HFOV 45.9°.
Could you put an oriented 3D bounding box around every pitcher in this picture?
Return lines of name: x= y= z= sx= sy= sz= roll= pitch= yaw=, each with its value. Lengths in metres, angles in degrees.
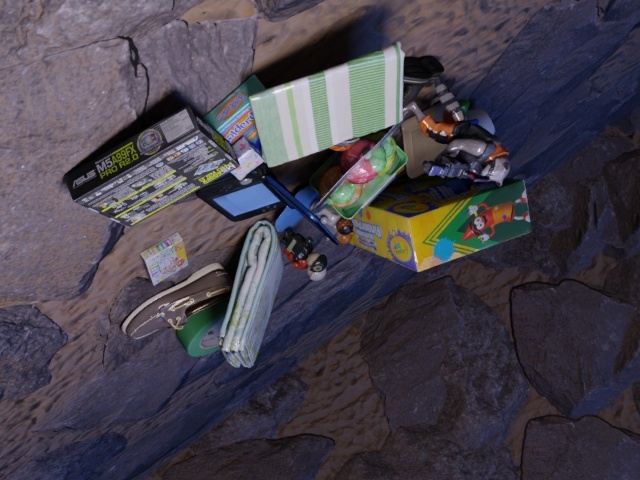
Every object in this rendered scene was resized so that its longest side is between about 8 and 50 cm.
pitcher: x=0.427 y=-0.337 z=2.344 sx=0.207 sy=0.125 sz=0.178 roll=-28 pitch=148 yaw=4

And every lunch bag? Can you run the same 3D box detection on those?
lunch bag: x=-0.162 y=-0.168 z=1.579 sx=0.071 sy=0.053 sz=0.083 roll=-38 pitch=152 yaw=5

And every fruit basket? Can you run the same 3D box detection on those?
fruit basket: x=0.104 y=-0.175 z=1.913 sx=0.327 sy=0.165 sz=0.353 roll=-46 pitch=-176 yaw=0

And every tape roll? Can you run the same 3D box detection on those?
tape roll: x=-0.305 y=0.245 z=2.413 sx=0.321 sy=0.077 sz=0.321 roll=-34 pitch=162 yaw=-13

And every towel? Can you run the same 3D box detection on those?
towel: x=-0.194 y=0.164 z=2.145 sx=0.320 sy=0.090 sz=0.374 roll=90 pitch=16 yaw=-70
towel: x=0.021 y=-0.276 z=1.563 sx=0.325 sy=0.038 sz=0.248 roll=-20 pitch=152 yaw=-7

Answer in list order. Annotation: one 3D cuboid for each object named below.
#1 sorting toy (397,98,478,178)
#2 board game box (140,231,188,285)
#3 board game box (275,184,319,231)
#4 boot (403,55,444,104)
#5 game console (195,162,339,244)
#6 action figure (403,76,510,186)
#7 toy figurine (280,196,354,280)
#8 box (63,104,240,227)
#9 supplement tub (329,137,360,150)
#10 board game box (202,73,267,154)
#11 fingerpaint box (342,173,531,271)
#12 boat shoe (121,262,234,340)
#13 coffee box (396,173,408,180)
sorting toy: x=0.313 y=-0.302 z=2.225 sx=0.348 sy=0.047 sz=0.196 roll=-28 pitch=132 yaw=-16
board game box: x=-0.384 y=0.047 z=1.869 sx=0.103 sy=0.026 sz=0.154 roll=-32 pitch=161 yaw=-17
board game box: x=-0.074 y=-0.098 z=2.093 sx=0.168 sy=0.033 sz=0.133 roll=-52 pitch=160 yaw=12
boot: x=0.215 y=-0.385 z=1.891 sx=0.198 sy=0.077 sz=0.137 roll=-15 pitch=156 yaw=-47
game console: x=-0.119 y=-0.055 z=1.772 sx=0.250 sy=0.173 sz=0.293 roll=-18 pitch=165 yaw=8
action figure: x=0.361 y=-0.268 z=1.988 sx=0.178 sy=0.330 sz=0.341 roll=-55 pitch=161 yaw=26
toy figurine: x=0.000 y=0.000 z=2.185 sx=0.209 sy=0.148 sz=0.213 roll=-48 pitch=169 yaw=-12
box: x=-0.313 y=-0.133 z=1.442 sx=0.270 sy=0.060 sz=0.216 roll=-28 pitch=163 yaw=8
supplement tub: x=0.057 y=-0.297 z=1.729 sx=0.117 sy=0.117 sz=0.190 roll=-29 pitch=160 yaw=-25
board game box: x=-0.150 y=-0.242 z=1.580 sx=0.160 sy=0.047 sz=0.210 roll=-39 pitch=161 yaw=7
fingerpaint box: x=0.315 y=-0.080 z=2.185 sx=0.371 sy=0.163 sz=0.445 roll=-18 pitch=-164 yaw=-18
boat shoe: x=-0.387 y=0.184 z=2.079 sx=0.324 sy=0.096 sz=0.116 roll=-32 pitch=161 yaw=-18
coffee box: x=0.291 y=-0.169 z=2.590 sx=0.113 sy=0.040 sz=0.184 roll=-29 pitch=160 yaw=-25
